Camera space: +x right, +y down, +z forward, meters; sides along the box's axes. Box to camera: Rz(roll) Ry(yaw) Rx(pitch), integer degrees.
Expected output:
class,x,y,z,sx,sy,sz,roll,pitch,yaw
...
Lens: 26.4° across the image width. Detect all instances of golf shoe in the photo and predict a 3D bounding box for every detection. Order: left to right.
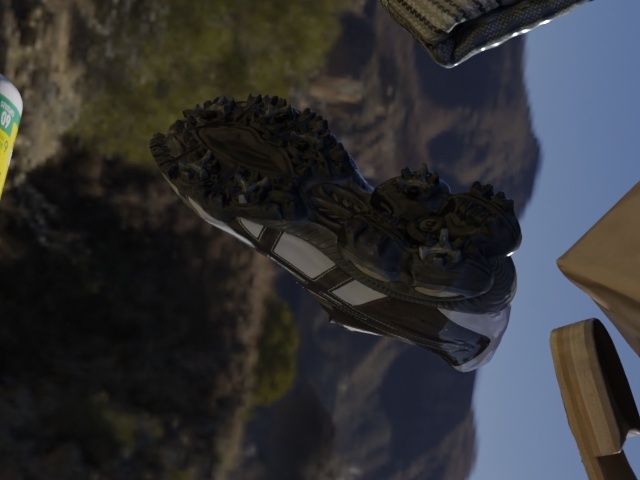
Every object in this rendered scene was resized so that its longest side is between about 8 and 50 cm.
class,x,y,z,sx,sy,sz,roll,pitch,yaw
golf shoe,0.000,0.000,0.619,0.077,0.198,0.094,-40,140,-28

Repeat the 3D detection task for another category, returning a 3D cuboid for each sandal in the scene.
class,x,y,z,sx,sy,sz,roll,pitch,yaw
sandal,0.136,0.164,0.685,0.088,0.079,0.240,11,62,-65

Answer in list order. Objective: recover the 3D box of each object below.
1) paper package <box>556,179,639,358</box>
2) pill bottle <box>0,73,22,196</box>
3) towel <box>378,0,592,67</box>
class,x,y,z,sx,sy,sz,roll,pitch,yaw
paper package,0.377,-0.014,0.934,0.325,0.168,0.309,-43,-163,-6
pill bottle,-0.275,-0.015,0.893,0.117,0.118,0.208,104,-3,-73
towel,0.134,-0.249,0.706,0.056,0.324,0.312,63,-2,-43
